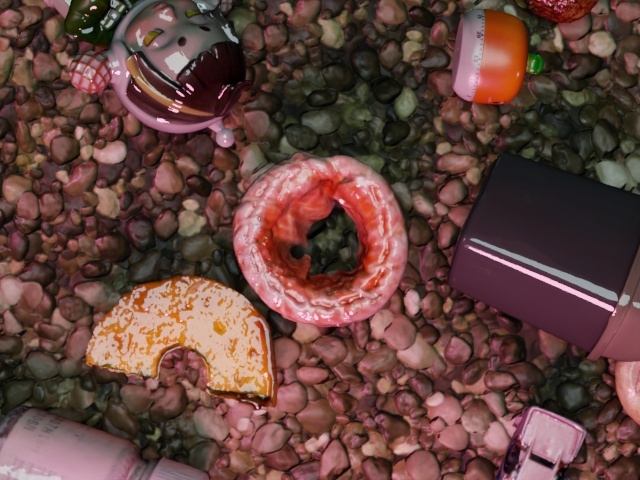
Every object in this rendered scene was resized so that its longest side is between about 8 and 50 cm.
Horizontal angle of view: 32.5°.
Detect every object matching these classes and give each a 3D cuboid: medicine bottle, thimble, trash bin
[{"bbox_3d":[-0.297,0.330,1.423,0.273,0.165,0.165,19,84,2],"label":"medicine bottle"},{"bbox_3d":[0.000,0.000,1.457,0.239,0.162,0.239,0,85,4],"label":"thimble"},{"bbox_3d":[0.329,0.022,1.424,0.290,0.182,0.209,22,62,9],"label":"trash bin"}]

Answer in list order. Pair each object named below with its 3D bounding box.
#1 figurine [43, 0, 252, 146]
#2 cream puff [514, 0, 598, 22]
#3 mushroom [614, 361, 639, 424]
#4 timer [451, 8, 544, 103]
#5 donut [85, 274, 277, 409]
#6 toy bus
[{"bbox_3d":[-0.244,-0.278,1.499,0.370,0.167,0.281,41,56,14],"label":"figurine"},{"bbox_3d":[0.330,-0.378,1.530,0.149,0.084,0.149,0,81,2],"label":"cream puff"},{"bbox_3d":[0.468,0.179,1.427,0.166,0.127,0.166,-2,86,26],"label":"mushroom"},{"bbox_3d":[0.246,-0.251,1.513,0.136,0.099,0.136,0,94,-6],"label":"timer"},{"bbox_3d":[-0.166,0.126,1.474,0.259,0.101,0.152,14,83,4],"label":"donut"},{"bbox_3d":[0.251,0.351,1.429,0.090,0.112,0.274,24,85,4],"label":"toy bus"}]
